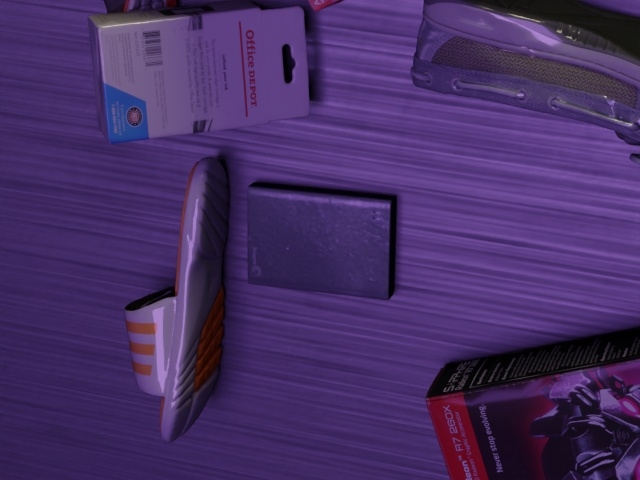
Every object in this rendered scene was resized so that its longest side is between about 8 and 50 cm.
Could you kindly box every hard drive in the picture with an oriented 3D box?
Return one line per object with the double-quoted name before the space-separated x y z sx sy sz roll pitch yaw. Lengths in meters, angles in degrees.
"hard drive" 0.000 0.000 1.647 0.135 0.022 0.094 6 109 17

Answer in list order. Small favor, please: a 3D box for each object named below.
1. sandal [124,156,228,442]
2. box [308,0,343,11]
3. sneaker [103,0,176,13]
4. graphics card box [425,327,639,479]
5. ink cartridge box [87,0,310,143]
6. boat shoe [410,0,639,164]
"sandal" -0.135 0.050 1.673 0.076 0.102 0.265 10 101 17
"box" 0.005 -0.354 1.460 0.142 0.154 0.300 -25 99 23
"sneaker" -0.169 -0.225 1.623 0.065 0.061 0.158 21 114 40
"graphics card box" 0.297 0.192 1.573 0.371 0.094 0.232 -12 103 21
"ink cartridge box" -0.105 -0.150 1.588 0.180 0.060 0.104 -8 107 -14
"boat shoe" 0.226 -0.124 1.487 0.320 0.118 0.103 21 118 15
